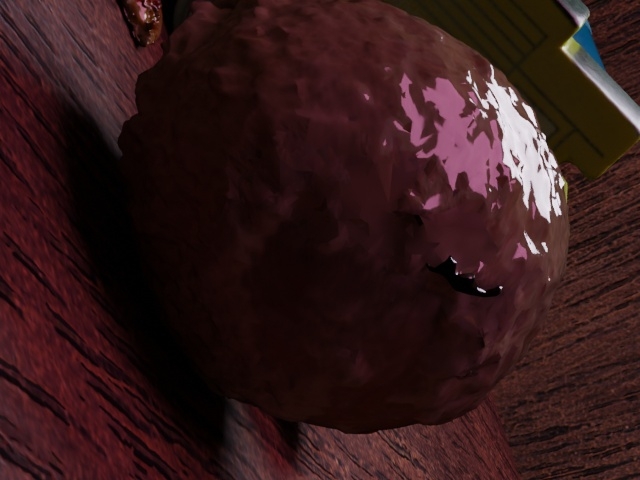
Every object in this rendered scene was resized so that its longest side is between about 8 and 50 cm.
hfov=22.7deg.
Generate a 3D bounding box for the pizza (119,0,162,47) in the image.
[{"bbox_3d":[-0.131,-0.184,1.182,0.100,0.029,0.099,50,21,-64],"label":"pizza"}]

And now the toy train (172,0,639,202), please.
[{"bbox_3d":[0.074,-0.157,1.335,0.442,0.272,0.179,46,13,-1],"label":"toy train"}]

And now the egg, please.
[{"bbox_3d":[0.017,-0.015,0.968,0.279,0.279,0.310,-101,165,-47],"label":"egg"}]

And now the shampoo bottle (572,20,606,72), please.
[{"bbox_3d":[0.078,-0.247,1.625,0.331,0.331,0.342,40,29,-73],"label":"shampoo bottle"}]

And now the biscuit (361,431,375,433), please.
[{"bbox_3d":[0.001,-0.001,1.204,0.213,0.091,0.274,-145,-145,-72],"label":"biscuit"}]
